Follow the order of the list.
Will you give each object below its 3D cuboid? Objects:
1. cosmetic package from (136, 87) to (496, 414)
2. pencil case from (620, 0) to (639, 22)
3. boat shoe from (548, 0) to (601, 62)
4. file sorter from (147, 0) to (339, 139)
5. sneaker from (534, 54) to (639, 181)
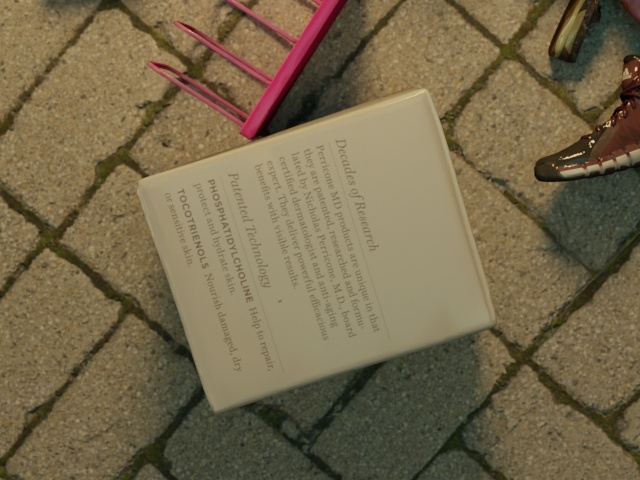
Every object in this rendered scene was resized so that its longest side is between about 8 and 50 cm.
[{"bbox_3d":[0.000,0.000,1.749,0.394,0.329,0.327,-18,96,3],"label":"cosmetic package"},{"bbox_3d":[0.558,-0.310,1.802,0.284,0.124,0.124,42,96,-5],"label":"pencil case"},{"bbox_3d":[0.387,-0.333,1.840,0.049,0.056,0.152,25,107,-7],"label":"boat shoe"},{"bbox_3d":[-0.088,-0.315,1.775,0.182,0.202,0.290,33,97,-2],"label":"file sorter"},{"bbox_3d":[0.434,-0.184,1.840,0.281,0.106,0.162,-14,92,-8],"label":"sneaker"}]
